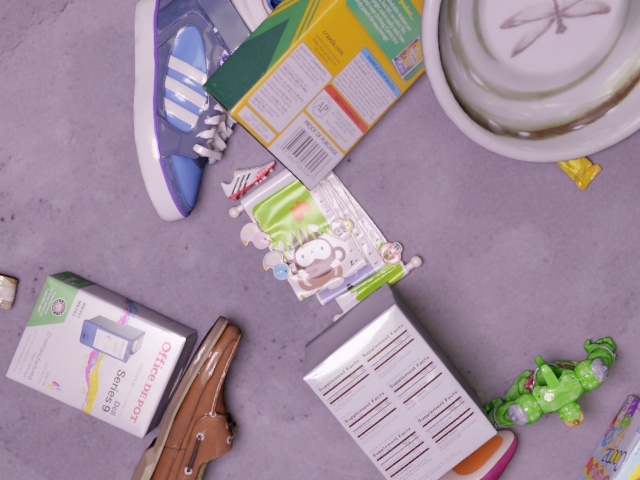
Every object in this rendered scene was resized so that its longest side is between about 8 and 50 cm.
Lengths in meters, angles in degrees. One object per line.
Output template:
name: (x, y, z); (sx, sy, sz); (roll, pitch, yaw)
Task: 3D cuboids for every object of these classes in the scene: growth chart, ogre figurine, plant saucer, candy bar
growth chart: (0.000, 0.000, 1.457); (0.172, 0.021, 0.237); (-43, 87, 6)
ogre figurine: (0.305, 0.194, 1.387); (0.197, 0.118, 0.097); (-11, 90, 6)
plant saucer: (0.305, -0.299, 1.336); (0.400, 0.100, 0.400); (-7, 119, -13)
candy bar: (0.311, -0.136, 1.428); (0.161, 0.018, 0.040); (43, 91, 3)

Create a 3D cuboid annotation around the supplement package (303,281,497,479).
supplement package: (0.096, 0.188, 1.356); (0.149, 0.194, 0.203); (-39, 94, 4)

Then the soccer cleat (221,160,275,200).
soccer cleat: (-0.100, -0.090, 1.459); (0.083, 0.029, 0.036); (-36, 92, 9)

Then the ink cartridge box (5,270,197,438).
ink cartridge box: (-0.298, 0.156, 1.450); (0.212, 0.093, 0.154); (25, 93, 2)

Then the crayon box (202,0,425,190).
crayon box: (0.030, -0.244, 1.352); (0.323, 0.203, 0.083); (-46, 49, 2)

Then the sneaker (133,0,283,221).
sneaker: (-0.119, -0.194, 1.406); (0.236, 0.130, 0.323); (-5, 86, 9)

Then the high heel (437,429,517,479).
high heel: (0.195, 0.370, 1.434); (0.244, 0.082, 0.117); (-45, 116, -8)

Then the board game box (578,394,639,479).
board game box: (0.500, 0.338, 1.361); (0.275, 0.144, 0.142); (30, 93, 3)

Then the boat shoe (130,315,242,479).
boat shoe: (-0.164, 0.252, 1.441); (0.104, 0.111, 0.307); (26, 103, 0)

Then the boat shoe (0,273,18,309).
boat shoe: (-0.506, 0.060, 1.485); (0.153, 0.056, 0.048); (12, 88, -3)
